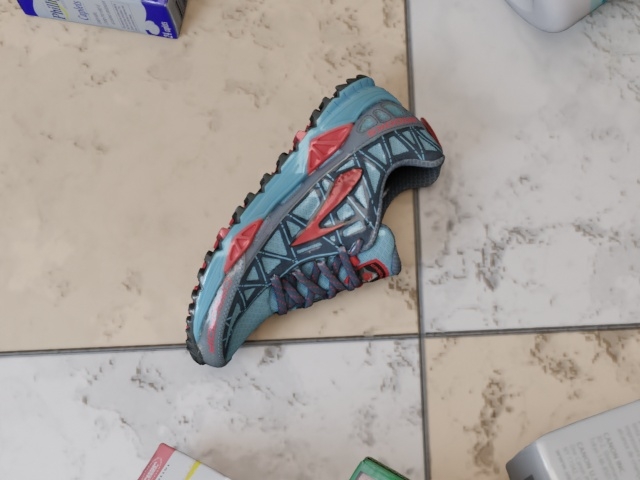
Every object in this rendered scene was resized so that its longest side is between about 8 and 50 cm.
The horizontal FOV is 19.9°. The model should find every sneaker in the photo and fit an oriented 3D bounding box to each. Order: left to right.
[{"bbox_3d":[0.000,0.000,1.399,0.125,0.104,0.262,35,81,10],"label":"sneaker"}]

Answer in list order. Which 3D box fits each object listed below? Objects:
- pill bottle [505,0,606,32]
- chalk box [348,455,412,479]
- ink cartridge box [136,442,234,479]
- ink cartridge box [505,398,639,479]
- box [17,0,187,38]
[{"bbox_3d":[0.245,-0.291,1.432,0.264,0.146,0.146,-36,75,-4],"label":"pill bottle"},{"bbox_3d":[0.056,0.244,1.272,0.132,0.213,0.132,30,80,11],"label":"chalk box"},{"bbox_3d":[-0.091,0.220,1.297,0.067,0.198,0.115,36,79,-20],"label":"ink cartridge box"},{"bbox_3d":[0.368,0.236,1.336,0.385,0.091,0.308,-17,73,-17],"label":"ink cartridge box"},{"bbox_3d":[-0.172,-0.245,1.492,0.137,0.072,0.126,9,76,8],"label":"box"}]
